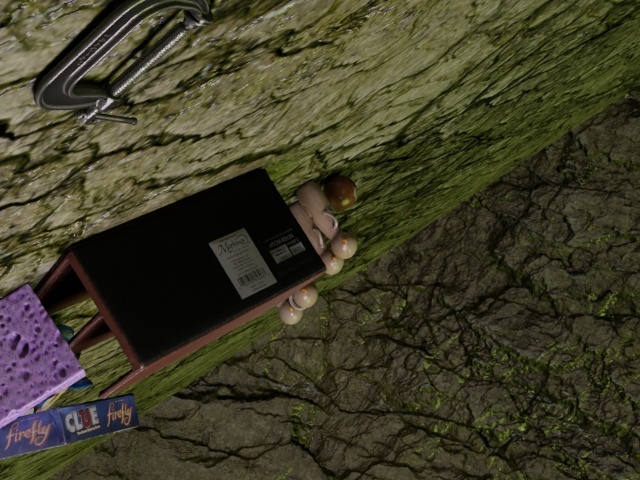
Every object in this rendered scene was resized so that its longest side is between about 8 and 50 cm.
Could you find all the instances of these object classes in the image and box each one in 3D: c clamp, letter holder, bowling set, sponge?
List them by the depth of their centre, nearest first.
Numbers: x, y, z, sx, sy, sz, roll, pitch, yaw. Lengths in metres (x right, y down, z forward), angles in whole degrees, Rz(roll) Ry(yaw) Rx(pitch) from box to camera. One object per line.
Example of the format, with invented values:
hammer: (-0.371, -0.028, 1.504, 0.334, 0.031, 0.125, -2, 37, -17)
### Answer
c clamp: (-0.134, -0.131, 0.786, 0.160, 0.022, 0.137, -37, 167, 31)
sponge: (-0.369, 0.149, 1.172, 0.210, 0.117, 0.031, -32, 170, -13)
letter holder: (-0.183, 0.067, 1.328, 0.302, 0.152, 0.214, -27, 172, -44)
bowling set: (0.000, 0.000, 1.653, 0.200, 0.154, 0.287, -32, 173, -13)

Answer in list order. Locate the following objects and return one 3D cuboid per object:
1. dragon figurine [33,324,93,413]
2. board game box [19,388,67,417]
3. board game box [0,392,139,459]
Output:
dragon figurine: (-0.349, 0.162, 1.410, 0.144, 0.085, 0.289, -28, 168, 24)
board game box: (-0.492, 0.269, 1.691, 0.193, 0.045, 0.147, -26, 169, -45)
board game box: (-0.356, 0.227, 1.279, 0.243, 0.042, 0.165, -15, 174, 18)
